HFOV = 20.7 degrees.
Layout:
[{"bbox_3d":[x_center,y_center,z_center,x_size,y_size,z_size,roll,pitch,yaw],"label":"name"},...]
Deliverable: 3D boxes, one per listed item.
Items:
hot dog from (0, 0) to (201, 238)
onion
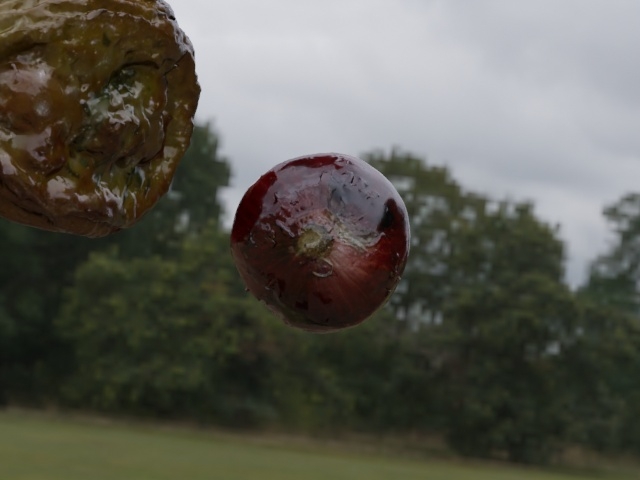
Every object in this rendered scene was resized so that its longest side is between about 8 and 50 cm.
[{"bbox_3d":[-0.192,-0.106,1.335,0.122,0.196,0.272,16,3,26],"label":"hot dog"},{"bbox_3d":[0.000,0.000,1.236,0.131,0.131,0.131,7,-5,1],"label":"onion"}]
